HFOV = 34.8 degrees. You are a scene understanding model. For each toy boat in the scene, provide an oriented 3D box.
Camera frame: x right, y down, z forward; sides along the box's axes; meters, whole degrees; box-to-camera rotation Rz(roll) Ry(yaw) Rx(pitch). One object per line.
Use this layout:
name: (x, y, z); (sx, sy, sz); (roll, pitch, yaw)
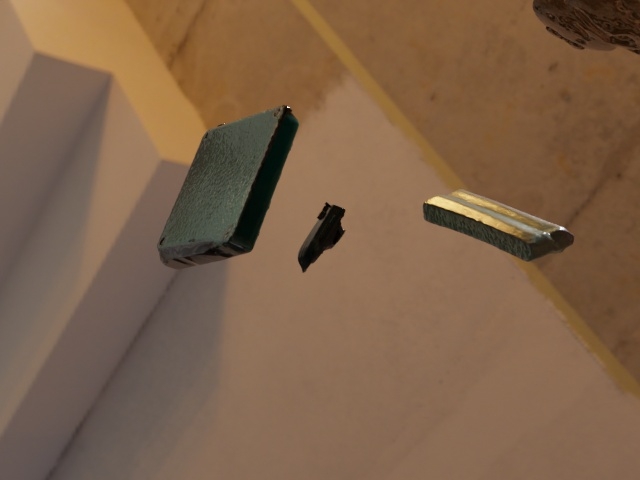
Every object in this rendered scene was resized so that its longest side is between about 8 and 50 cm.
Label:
toy boat: (0.000, 0.000, 1.886); (0.141, 0.060, 0.055); (-59, -173, -18)

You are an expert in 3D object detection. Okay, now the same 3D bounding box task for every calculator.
calculator: (-0.138, -0.079, 1.553); (0.274, 0.058, 0.248); (-12, -125, 55)

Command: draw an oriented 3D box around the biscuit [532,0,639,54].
biscuit: (0.289, -0.234, 1.064); (0.184, 0.133, 0.027); (22, -98, 53)

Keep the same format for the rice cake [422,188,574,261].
rice cake: (0.238, -0.025, 1.396); (0.222, 0.080, 0.042); (26, -50, 51)
